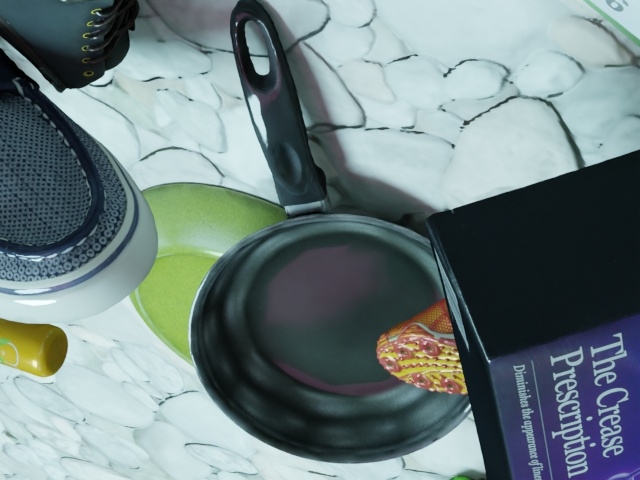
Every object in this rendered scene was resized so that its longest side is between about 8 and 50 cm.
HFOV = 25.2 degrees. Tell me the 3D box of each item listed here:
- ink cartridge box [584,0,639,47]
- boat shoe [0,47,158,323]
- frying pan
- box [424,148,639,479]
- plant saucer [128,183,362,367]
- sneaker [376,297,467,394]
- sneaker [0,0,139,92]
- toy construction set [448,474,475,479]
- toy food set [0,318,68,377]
[{"bbox_3d":[0.178,-0.117,0.590,0.109,0.062,0.209,35,148,-12],"label":"ink cartridge box"},{"bbox_3d":[-0.238,-0.087,0.814,0.340,0.127,0.158,31,157,33],"label":"boat shoe"},{"bbox_3d":[-0.023,0.015,0.899,0.197,0.053,0.326,-29,115,21],"label":"frying pan"},{"bbox_3d":[0.174,0.075,0.751,0.184,0.103,0.261,-20,138,-1],"label":"box"},{"bbox_3d":[-0.048,0.054,1.028,0.241,0.037,0.241,19,147,13],"label":"plant saucer"},{"bbox_3d":[0.109,0.044,0.855,0.175,0.067,0.064,-23,122,34],"label":"sneaker"},{"bbox_3d":[-0.115,-0.143,0.771,0.222,0.083,0.118,7,148,46],"label":"sneaker"},{"bbox_3d":[0.128,0.371,1.203,0.257,0.237,0.309,-41,88,12],"label":"toy construction set"},{"bbox_3d":[-0.245,-0.010,1.015,0.104,0.111,0.232,14,148,21],"label":"toy food set"}]
